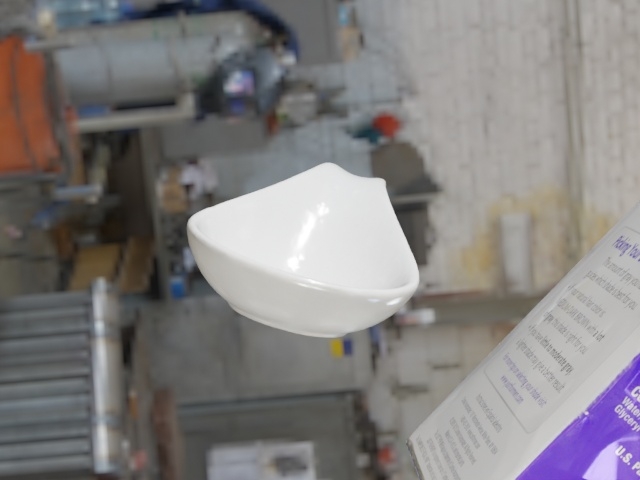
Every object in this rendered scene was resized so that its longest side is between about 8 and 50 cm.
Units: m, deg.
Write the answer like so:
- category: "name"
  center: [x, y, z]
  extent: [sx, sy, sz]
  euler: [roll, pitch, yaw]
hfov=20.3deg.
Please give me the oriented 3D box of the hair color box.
- category: "hair color box"
  center: [0.195, 0.023, 0.789]
  extent: [0.110, 0.339, 0.185]
  euler: [42, 4, -6]

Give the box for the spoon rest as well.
- category: "spoon rest"
  center: [0.000, 0.000, 1.097]
  extent: [0.276, 0.137, 0.084]
  euler: [-35, 141, -80]
